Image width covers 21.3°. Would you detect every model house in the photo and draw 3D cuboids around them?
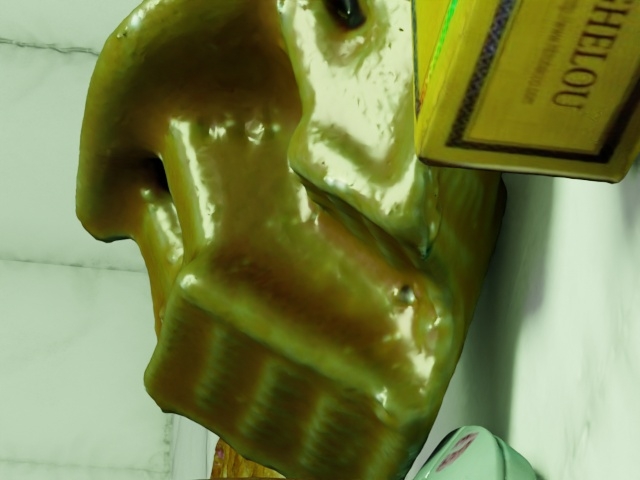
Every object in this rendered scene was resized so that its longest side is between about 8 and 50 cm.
[{"bbox_3d":[-0.003,-0.005,0.800,0.268,0.173,0.239,110,147,-57],"label":"model house"}]

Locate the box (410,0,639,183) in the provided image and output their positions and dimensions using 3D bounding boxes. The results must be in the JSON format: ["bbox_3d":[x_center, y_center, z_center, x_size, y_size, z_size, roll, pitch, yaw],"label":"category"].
[{"bbox_3d":[0.087,-0.198,0.620,0.193,0.084,0.301,108,165,-54],"label":"box"}]

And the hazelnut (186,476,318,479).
[{"bbox_3d":[-0.041,0.244,0.426,0.409,0.359,0.359,92,180,-64],"label":"hazelnut"}]

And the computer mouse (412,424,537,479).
[{"bbox_3d":[0.030,0.220,0.708,0.159,0.097,0.288,130,144,-80],"label":"computer mouse"}]

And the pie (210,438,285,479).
[{"bbox_3d":[-0.031,0.227,1.155,0.315,0.092,0.315,-174,90,-80],"label":"pie"}]
